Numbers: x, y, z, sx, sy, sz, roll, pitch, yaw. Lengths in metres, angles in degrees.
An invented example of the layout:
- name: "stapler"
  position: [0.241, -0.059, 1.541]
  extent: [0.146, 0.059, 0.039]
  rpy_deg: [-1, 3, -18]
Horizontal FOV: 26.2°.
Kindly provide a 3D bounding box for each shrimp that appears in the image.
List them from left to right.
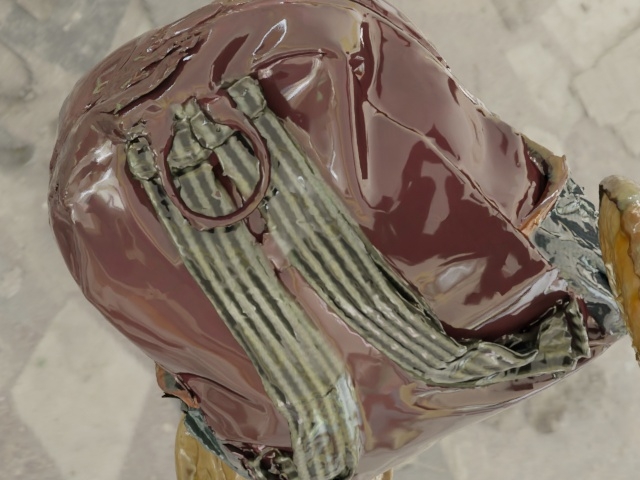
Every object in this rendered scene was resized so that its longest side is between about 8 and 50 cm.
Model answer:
- name: "shrimp"
  position: [0.177, 0.082, 0.631]
  extent: [0.052, 0.143, 0.251]
  rpy_deg: [-15, 57, 7]

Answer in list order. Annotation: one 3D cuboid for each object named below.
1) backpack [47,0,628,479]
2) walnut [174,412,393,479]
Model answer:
- name: "backpack"
  position: [0.000, 0.000, 0.781]
  extent: [0.317, 0.283, 0.197]
  rpy_deg: [49, 17, -39]
- name: "walnut"
  position: [-0.032, 0.198, 1.231]
  extent: [0.213, 0.213, 0.213]
  rpy_deg: [7, 75, -27]
